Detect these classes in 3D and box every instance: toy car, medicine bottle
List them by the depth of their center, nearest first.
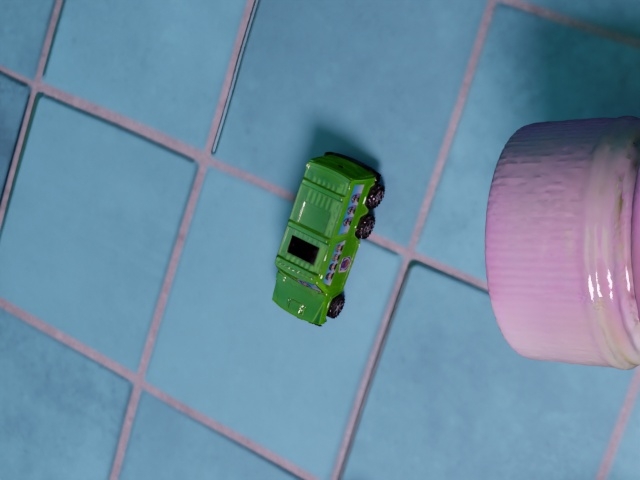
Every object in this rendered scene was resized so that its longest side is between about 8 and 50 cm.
[{"bbox_3d":[0.335,0.000,1.051,0.388,0.219,0.219,1,93,32],"label":"medicine bottle"},{"bbox_3d":[0.000,0.000,1.346,0.071,0.062,0.165,26,105,27],"label":"toy car"}]
